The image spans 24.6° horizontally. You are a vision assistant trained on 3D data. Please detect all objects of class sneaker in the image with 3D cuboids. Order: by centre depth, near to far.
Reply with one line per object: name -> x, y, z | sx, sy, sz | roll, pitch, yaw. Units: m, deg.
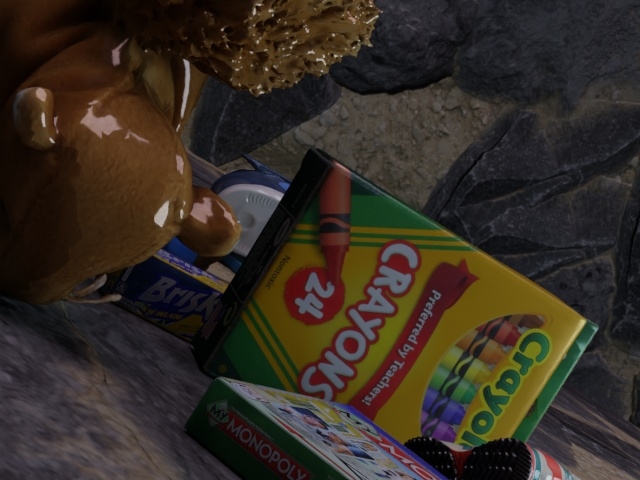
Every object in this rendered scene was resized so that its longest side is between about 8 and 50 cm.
sneaker -> 0.127, 0.187, 1.147 | 0.075, 0.057, 0.161 | 25, -22, -32
sneaker -> -0.001, 0.000, 1.955 | 0.322, 0.130, 0.236 | 26, 9, -5

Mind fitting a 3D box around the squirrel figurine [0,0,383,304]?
squirrel figurine -> -0.148, -0.141, 1.105 | 0.281, 0.397, 0.370 | 41, 13, -25

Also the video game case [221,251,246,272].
video game case -> -0.061, 0.054, 1.907 | 0.166, 0.015, 0.119 | 28, 6, -38

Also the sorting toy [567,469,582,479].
sorting toy -> 0.281, 0.287, 1.527 | 0.083, 0.045, 0.075 | 33, 12, 4

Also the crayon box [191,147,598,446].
crayon box -> 0.079, 0.088, 1.247 | 0.318, 0.202, 0.081 | 30, 5, -18

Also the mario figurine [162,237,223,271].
mario figurine -> -0.207, -0.098, 1.501 | 0.198, 0.170, 0.320 | -8, -32, 37

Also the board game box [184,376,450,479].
board game box -> 0.080, 0.205, 0.985 | 0.317, 0.046, 0.213 | 34, 6, 28

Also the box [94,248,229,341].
box -> -0.109, 0.056, 1.278 | 0.169, 0.054, 0.059 | 29, 5, -25
